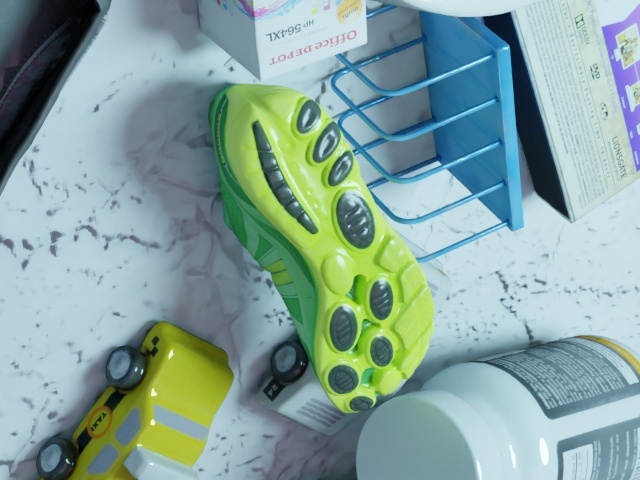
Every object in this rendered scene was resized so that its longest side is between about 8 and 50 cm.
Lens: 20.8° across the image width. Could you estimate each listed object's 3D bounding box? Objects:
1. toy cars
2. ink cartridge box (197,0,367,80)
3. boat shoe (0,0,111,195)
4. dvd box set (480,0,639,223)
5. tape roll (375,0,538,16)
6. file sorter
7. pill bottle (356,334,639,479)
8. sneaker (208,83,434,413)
[{"bbox_3d":[-0.048,0.128,1.410,0.394,0.087,0.176,-22,131,-22],"label":"toy cars"},{"bbox_3d":[-0.028,-0.186,1.206,0.092,0.090,0.143,-22,129,-22],"label":"ink cartridge box"},{"bbox_3d":[-0.192,-0.130,1.123,0.112,0.095,0.335,20,107,-42],"label":"boat shoe"},{"bbox_3d":[0.325,-0.242,1.439,0.420,0.062,0.307,-34,133,-11],"label":"dvd box set"},{"bbox_3d":[0.097,-0.338,1.131,0.392,0.072,0.392,-14,112,-38],"label":"tape roll"},{"bbox_3d":[0.076,-0.086,1.333,0.105,0.118,0.170,-24,131,-16],"label":"file sorter"},{"bbox_3d":[0.169,0.176,1.510,0.278,0.162,0.162,-8,124,-47],"label":"pill bottle"},{"bbox_3d":[0.000,0.000,1.323,0.109,0.123,0.295,-29,121,-12],"label":"sneaker"}]
